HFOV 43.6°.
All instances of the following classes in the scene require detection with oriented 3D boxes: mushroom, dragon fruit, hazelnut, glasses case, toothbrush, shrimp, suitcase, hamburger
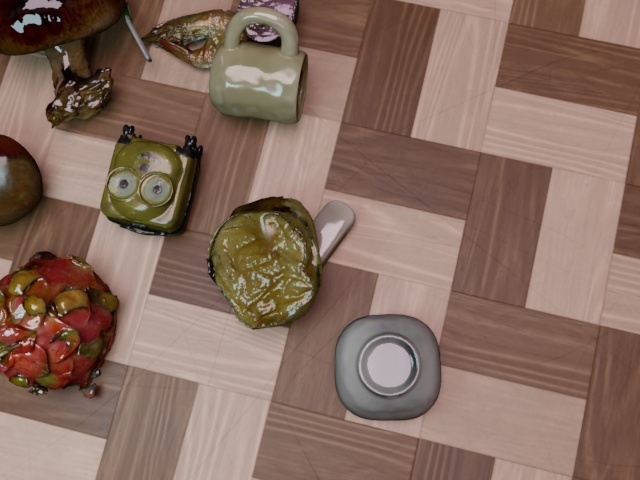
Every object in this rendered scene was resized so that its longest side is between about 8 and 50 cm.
[{"bbox_3d":[-0.116,-0.536,1.892,0.141,0.117,0.188,7,77,16],"label":"mushroom"},{"bbox_3d":[-0.600,-0.508,1.877,0.331,0.356,0.334,-36,38,4],"label":"mushroom"},{"bbox_3d":[-0.586,0.166,1.699,0.314,0.263,0.296,30,81,9],"label":"dragon fruit"},{"bbox_3d":[-0.727,-0.135,1.821,0.186,0.210,0.210,19,79,-18],"label":"hazelnut"},{"bbox_3d":[0.000,0.000,1.809,0.081,0.051,0.204,37,85,15],"label":"glasses case"},{"bbox_3d":[-0.463,-0.545,1.934,0.030,0.030,0.304,-27,67,-3],"label":"toothbrush"},{"bbox_3d":[-0.305,-0.482,1.923,0.267,0.061,0.145,1,86,2],"label":"shrimp"},{"bbox_3d":[-0.383,-0.132,1.810,0.194,0.143,0.234,11,80,5],"label":"suitcase"},{"bbox_3d":[-0.113,0.047,1.741,0.266,0.134,0.284,-14,83,21],"label":"hamburger"}]

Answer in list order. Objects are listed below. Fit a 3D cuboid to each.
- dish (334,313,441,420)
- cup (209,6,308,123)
[{"bbox_3d":[0.145,0.269,1.715,0.256,0.117,0.256,0,79,3],"label":"dish"},{"bbox_3d":[-0.140,-0.379,1.791,0.202,0.255,0.173,9,66,4],"label":"cup"}]
